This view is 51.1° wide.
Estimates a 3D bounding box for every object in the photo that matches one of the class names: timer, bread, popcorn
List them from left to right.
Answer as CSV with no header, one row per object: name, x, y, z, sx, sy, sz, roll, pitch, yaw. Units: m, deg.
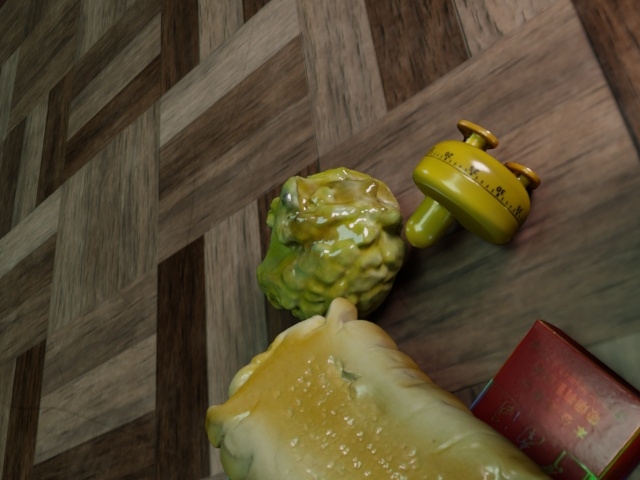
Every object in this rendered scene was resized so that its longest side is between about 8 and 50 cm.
popcorn,0.009,0.001,0.682,0.173,0.142,0.173,13,106,56
bread,0.042,0.179,0.481,0.173,0.121,0.311,-38,40,-10
timer,0.125,-0.034,0.589,0.109,0.107,0.107,-52,43,1

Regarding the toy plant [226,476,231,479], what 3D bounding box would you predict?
toy plant,-0.031,0.299,0.569,0.218,0.175,0.235,9,51,40

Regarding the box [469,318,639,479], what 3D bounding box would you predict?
box,0.160,0.162,0.508,0.175,0.048,0.112,-57,43,10
